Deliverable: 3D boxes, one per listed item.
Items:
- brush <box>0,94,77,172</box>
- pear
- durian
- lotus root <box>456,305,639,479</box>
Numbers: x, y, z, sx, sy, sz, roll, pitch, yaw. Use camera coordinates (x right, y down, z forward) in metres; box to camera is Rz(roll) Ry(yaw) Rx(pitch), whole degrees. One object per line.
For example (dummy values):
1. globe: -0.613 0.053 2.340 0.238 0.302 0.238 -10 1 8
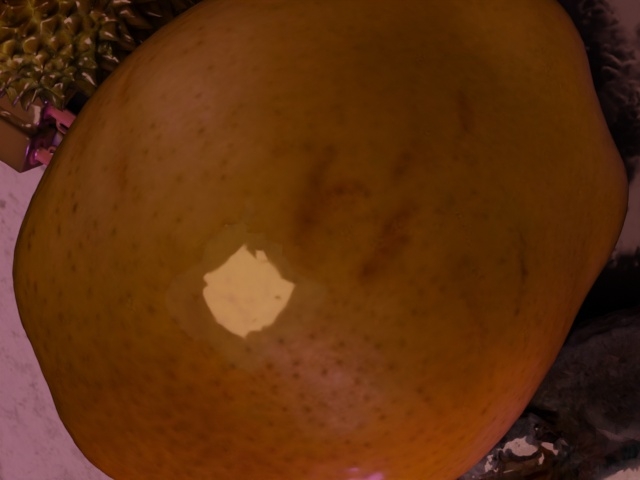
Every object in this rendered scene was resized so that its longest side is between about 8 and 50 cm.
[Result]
1. brush: -0.262 -0.103 0.824 0.233 0.047 0.103 32 116 11
2. pear: 0.000 0.000 0.570 0.418 0.362 0.362 -31 92 0
3. durian: -0.235 -0.225 0.663 0.291 0.291 0.224 37 129 10
4. lotus root: 0.263 0.130 0.596 0.350 0.175 0.174 -17 98 19
